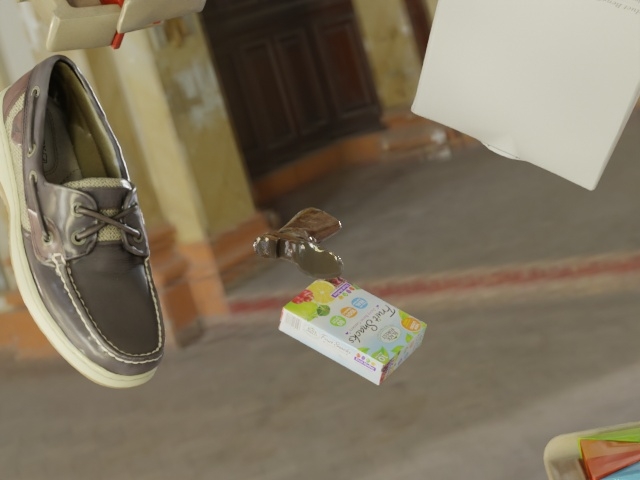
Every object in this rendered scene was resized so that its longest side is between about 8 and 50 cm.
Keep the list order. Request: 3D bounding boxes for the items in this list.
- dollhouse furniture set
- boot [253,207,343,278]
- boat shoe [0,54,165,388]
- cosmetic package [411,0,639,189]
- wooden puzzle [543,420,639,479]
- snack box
[{"bbox_3d":[-0.188,-0.300,1.332,0.135,0.262,0.259,-20,-26,-33],"label":"dollhouse furniture set"},{"bbox_3d":[0.000,0.000,1.524,0.106,0.037,0.114,20,24,23],"label":"boot"},{"bbox_3d":[-0.189,-0.022,1.153,0.103,0.285,0.092,0,-32,-40],"label":"boat shoe"},{"bbox_3d":[0.232,-0.236,1.380,0.156,0.217,0.385,-60,-8,-27],"label":"cosmetic package"},{"bbox_3d":[0.298,0.180,1.184,0.221,0.044,0.238,-10,8,6],"label":"wooden puzzle"},{"bbox_3d":[0.037,0.100,1.687,0.141,0.037,0.100,29,40,20],"label":"snack box"}]
